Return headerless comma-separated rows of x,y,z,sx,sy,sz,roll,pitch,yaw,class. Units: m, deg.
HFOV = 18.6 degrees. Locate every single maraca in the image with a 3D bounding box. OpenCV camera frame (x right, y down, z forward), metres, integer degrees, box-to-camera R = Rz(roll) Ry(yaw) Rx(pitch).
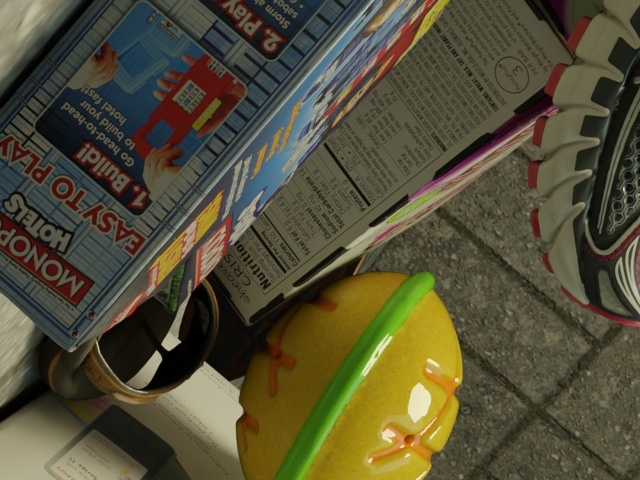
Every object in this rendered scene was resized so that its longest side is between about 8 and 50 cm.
0.005,0.092,0.935,0.185,0.099,0.127,-62,167,28,maraca

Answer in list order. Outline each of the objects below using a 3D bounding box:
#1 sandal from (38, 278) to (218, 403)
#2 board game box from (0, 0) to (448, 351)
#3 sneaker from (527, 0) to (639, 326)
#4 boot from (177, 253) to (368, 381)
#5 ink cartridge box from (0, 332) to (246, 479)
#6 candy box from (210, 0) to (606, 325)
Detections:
-0.074,0.033,0.866,0.090,0.060,0.219,-48,176,-22,sandal
-0.030,-0.048,0.578,0.194,0.060,0.194,-48,176,-14,board game box
0.173,-0.089,0.713,0.121,0.112,0.299,-19,140,-53,sneaker
0.000,0.000,1.218,0.219,0.082,0.106,-48,175,25,boot
-0.155,0.183,0.949,0.207,0.119,0.353,-50,176,18,ink cartridge box
0.058,-0.065,0.879,0.233,0.071,0.159,-38,175,42,candy box
